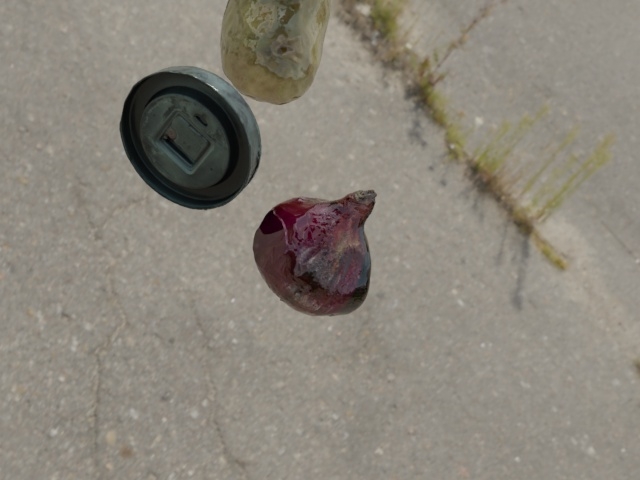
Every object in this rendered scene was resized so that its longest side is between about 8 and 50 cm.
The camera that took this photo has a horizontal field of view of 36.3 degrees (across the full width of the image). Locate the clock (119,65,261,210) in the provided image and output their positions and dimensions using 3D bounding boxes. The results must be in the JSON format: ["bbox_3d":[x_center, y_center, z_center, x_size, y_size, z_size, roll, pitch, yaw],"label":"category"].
[{"bbox_3d":[-0.196,-0.155,1.471,0.226,0.226,0.049,40,37,0],"label":"clock"}]

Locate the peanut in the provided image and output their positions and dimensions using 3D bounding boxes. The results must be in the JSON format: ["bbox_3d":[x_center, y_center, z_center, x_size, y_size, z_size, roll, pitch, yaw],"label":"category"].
[{"bbox_3d":[-0.030,-0.216,0.812,0.086,0.104,0.227,15,66,-21],"label":"peanut"}]

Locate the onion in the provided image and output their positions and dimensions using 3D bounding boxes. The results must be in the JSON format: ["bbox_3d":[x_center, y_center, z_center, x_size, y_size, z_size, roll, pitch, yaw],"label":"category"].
[{"bbox_3d":[0.000,0.000,1.444,0.140,0.218,0.195,16,36,-36],"label":"onion"}]
